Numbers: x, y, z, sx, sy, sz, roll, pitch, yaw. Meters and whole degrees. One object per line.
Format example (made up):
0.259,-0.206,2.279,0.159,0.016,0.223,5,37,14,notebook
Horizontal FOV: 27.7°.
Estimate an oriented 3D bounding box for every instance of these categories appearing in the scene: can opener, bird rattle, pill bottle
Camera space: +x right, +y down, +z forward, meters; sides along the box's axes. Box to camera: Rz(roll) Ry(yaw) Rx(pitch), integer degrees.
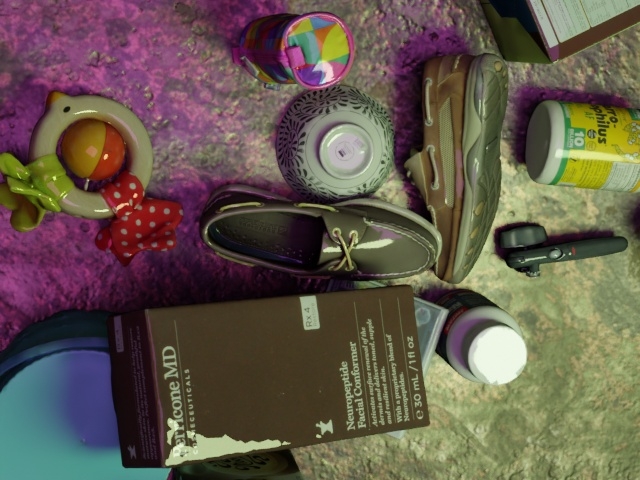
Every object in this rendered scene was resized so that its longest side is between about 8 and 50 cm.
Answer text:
0.346,0.013,1.838,0.186,0.059,0.073,-3,99,-9,can opener
-0.293,-0.087,1.687,0.254,0.143,0.206,13,80,-14,bird rattle
0.216,0.135,1.774,0.108,0.180,0.107,-1,99,-10,pill bottle
0.399,-0.127,1.795,0.209,0.117,0.117,5,98,-10,pill bottle

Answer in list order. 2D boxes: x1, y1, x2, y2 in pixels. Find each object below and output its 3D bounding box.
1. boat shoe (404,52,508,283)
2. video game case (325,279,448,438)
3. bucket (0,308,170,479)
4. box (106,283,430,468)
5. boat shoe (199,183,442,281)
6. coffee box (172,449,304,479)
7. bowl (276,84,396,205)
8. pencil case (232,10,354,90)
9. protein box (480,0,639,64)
0.180,-0.101,1.777,0.116,0.123,0.324,12,108,22,boat shoe
0.066,0.153,1.788,0.173,0.022,0.190,21,95,21,video game case
-0.313,0.235,1.700,0.281,0.183,0.281,-2,99,-11,bucket
-0.061,0.164,1.625,0.382,0.143,0.191,-5,85,-29,box
0.000,0.000,1.726,0.325,0.096,0.116,11,111,1,boat shoe
-0.103,0.365,1.697,0.168,0.297,0.118,2,98,-9,coffee box
0.029,-0.123,1.754,0.170,0.080,0.170,-2,100,-9,bowl
-0.036,-0.241,1.651,0.104,0.236,0.104,-2,97,-18,pencil case
0.335,-0.336,1.708,0.201,0.200,0.136,-26,102,-5,protein box
